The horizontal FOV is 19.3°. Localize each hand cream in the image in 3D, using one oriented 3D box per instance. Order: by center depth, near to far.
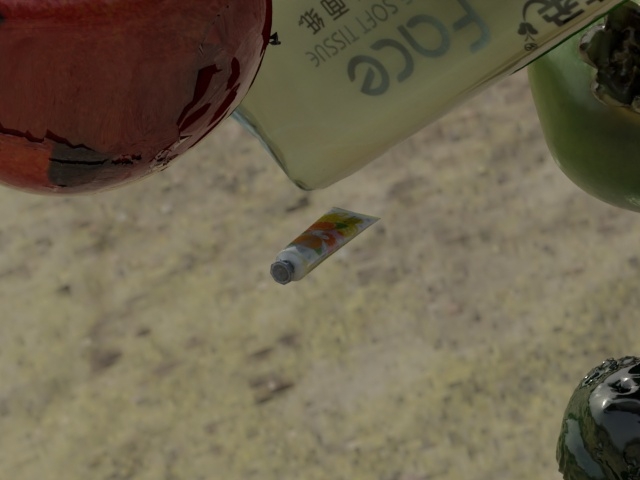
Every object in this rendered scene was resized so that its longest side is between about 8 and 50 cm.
[{"bbox_3d":[0.000,0.000,1.198,0.035,0.022,0.102,13,30,28],"label":"hand cream"}]

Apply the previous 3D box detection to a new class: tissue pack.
[{"bbox_3d":[0.130,-0.248,1.467,0.405,0.205,0.332,-29,15,45],"label":"tissue pack"}]

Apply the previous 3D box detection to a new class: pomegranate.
[{"bbox_3d":[-0.138,-0.132,0.951,0.235,0.210,0.210,27,40,3],"label":"pomegranate"},{"bbox_3d":[0.343,-0.128,1.757,0.310,0.216,0.358,-12,-1,26],"label":"pomegranate"}]

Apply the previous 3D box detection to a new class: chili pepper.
[{"bbox_3d":[0.328,0.185,1.742,0.264,0.116,0.148,18,71,42],"label":"chili pepper"}]
